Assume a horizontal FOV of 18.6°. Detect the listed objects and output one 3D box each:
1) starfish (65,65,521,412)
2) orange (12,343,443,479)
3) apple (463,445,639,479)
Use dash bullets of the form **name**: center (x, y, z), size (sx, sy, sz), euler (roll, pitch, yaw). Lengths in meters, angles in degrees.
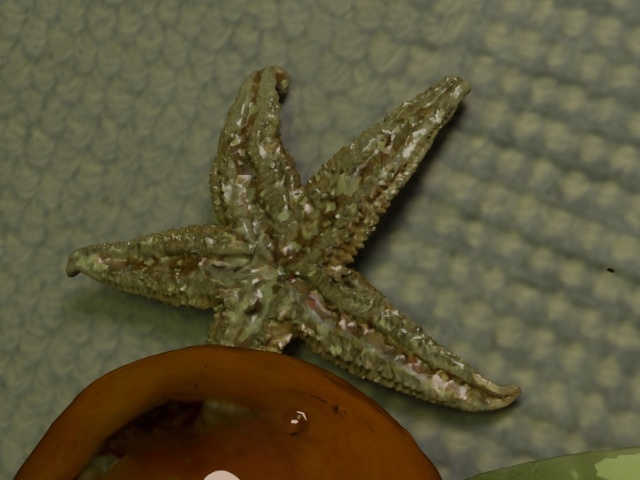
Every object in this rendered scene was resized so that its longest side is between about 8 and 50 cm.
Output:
- **starfish**: center (-0.002, -0.002, 1.120), size (0.295, 0.048, 0.231), euler (19, 81, 29)
- **orange**: center (-0.050, 0.174, 0.973), size (0.246, 0.246, 0.246), euler (-9, 69, 23)
- **apple**: center (0.175, 0.163, 0.764), size (0.311, 0.360, 0.320), euler (48, 126, 55)
